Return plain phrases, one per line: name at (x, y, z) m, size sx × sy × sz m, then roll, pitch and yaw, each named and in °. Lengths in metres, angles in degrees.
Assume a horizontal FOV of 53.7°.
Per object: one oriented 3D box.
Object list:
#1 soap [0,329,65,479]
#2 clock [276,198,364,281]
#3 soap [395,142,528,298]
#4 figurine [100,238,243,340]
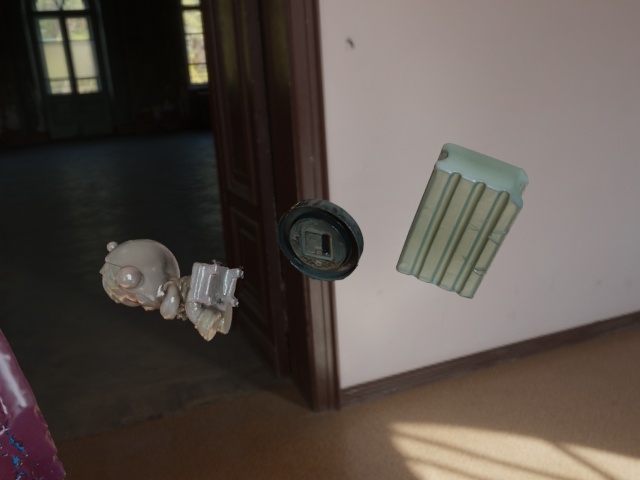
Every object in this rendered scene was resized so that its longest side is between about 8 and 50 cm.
soap at (-0.286, 0.117, 0.477) m, size 0.099 × 0.250 × 0.162 m, roll -26°, pitch 3°, yaw -36°
clock at (0.000, 0.000, 0.589) m, size 0.085 × 0.085 × 0.017 m, roll 4°, pitch 35°, yaw 25°
soap at (0.185, -0.021, 0.847) m, size 0.118 × 0.198 × 0.067 m, roll 21°, pitch 46°, yaw 7°
figurine at (-0.270, 0.065, 1.068) m, size 0.256 × 0.145 × 0.182 m, roll 13°, pitch 16°, yaw 15°
